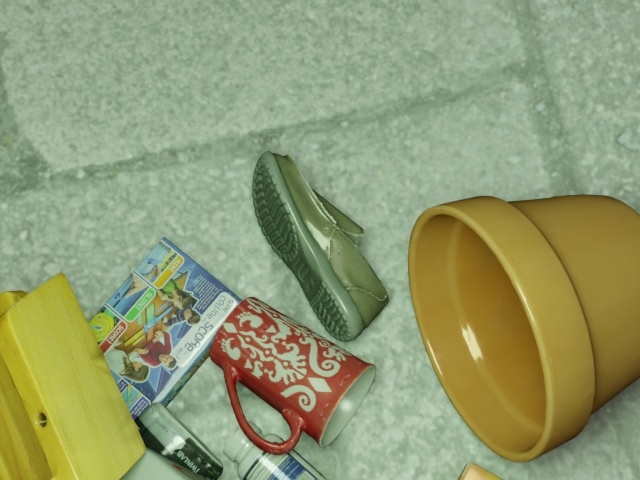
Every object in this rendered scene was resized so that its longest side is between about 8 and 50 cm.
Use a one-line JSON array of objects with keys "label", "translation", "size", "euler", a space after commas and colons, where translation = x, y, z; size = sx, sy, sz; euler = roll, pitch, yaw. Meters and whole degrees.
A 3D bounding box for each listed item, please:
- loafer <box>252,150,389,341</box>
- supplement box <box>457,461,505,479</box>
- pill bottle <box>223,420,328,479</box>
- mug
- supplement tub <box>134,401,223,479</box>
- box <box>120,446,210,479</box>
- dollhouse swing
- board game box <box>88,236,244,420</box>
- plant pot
[{"label": "loafer", "translation": [0.000, 0.000, 1.435], "size": [0.087, 0.094, 0.251], "euler": [-24, 82, -29]}, {"label": "supplement box", "translation": [0.249, 0.337, 1.315], "size": [0.233, 0.080, 0.078], "euler": [28, 78, 13]}, {"label": "pill bottle", "translation": [-0.053, 0.265, 1.361], "size": [0.120, 0.067, 0.067], "euler": [40, 80, 14]}, {"label": "mug", "translation": [-0.044, 0.152, 1.361], "size": [0.169, 0.150, 0.113], "euler": [33, 122, 16]}, {"label": "supplement tub", "translation": [-0.213, 0.287, 1.341], "size": [0.117, 0.117, 0.190], "euler": [43, 81, 14]}, {"label": "box", "translation": [-0.074, 0.368, 1.162], "size": [0.215, 0.345, 0.168], "euler": [37, 80, -32]}, {"label": "dollhouse swing", "translation": [-0.418, 0.244, 1.203], "size": [0.347, 0.305, 0.315], "euler": [-37, 72, 27]}, {"label": "board game box", "translation": [-0.202, 0.114, 1.433], "size": [0.136, 0.035, 0.201], "euler": [38, 80, 14]}, {"label": "plant pot", "translation": [0.252, 0.072, 1.304], "size": [0.203, 0.291, 0.291], "euler": [-19, 73, -19]}]
